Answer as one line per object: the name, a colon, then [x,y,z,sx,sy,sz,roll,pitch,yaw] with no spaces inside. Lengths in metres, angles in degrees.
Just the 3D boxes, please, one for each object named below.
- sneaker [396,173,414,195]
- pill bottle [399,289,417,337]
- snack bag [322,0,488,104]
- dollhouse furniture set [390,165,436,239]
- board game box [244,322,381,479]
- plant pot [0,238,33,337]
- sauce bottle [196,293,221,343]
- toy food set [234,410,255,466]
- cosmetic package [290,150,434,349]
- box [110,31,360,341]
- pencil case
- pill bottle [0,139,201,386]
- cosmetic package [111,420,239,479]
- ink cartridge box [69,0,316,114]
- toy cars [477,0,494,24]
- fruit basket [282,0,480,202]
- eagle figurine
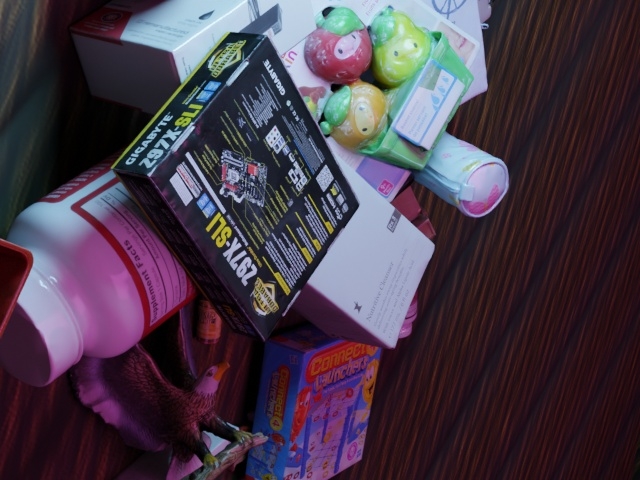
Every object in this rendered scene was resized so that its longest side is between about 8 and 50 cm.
sneaker: [0.093,-0.097,2.009,0.051,0.089,0.170,-36,174,-39]
pill bottle: [0.154,0.118,2.279,0.086,0.086,0.152,-30,129,-44]
snack bag: [0.166,-0.335,2.031,0.323,0.037,0.342,-32,136,-15]
dollhouse furniture set: [0.109,-0.043,2.164,0.161,0.101,0.182,-37,140,-5]
board game box: [-0.007,0.308,2.120,0.308,0.086,0.301,-15,118,-57]
plant pot: [-0.517,0.067,1.176,0.267,0.236,0.267,30,82,-56]
sauce bottle: [-0.181,0.106,1.843,0.042,0.042,0.128,-17,117,-50]
toy food set: [-0.132,0.351,2.048,0.122,0.019,0.077,-40,135,-38]
cosmetic package: [0.000,0.000,1.862,0.385,0.156,0.217,38,67,-42]
box: [-0.095,-0.067,1.454,0.257,0.079,0.322,-54,135,-24]
pencil case: [0.206,-0.142,1.989,0.124,0.273,0.113,8,110,-44]
pill bottle: [-0.266,0.010,1.508,0.408,0.229,0.229,-39,135,-37]
cosmetic package: [-0.243,0.379,1.838,0.239,0.099,0.060,-38,136,-38]
ink cartridge box: [-0.167,-0.289,1.528,0.273,0.197,0.114,-43,137,-36]
toy cars: [0.231,-0.518,2.084,0.394,0.087,0.176,17,102,-60]
fruit basket: [0.069,-0.277,1.840,0.353,0.165,0.327,32,86,-32]
eagle figurine: [-0.220,0.226,1.714,0.225,0.298,0.226,-41,170,-1]
